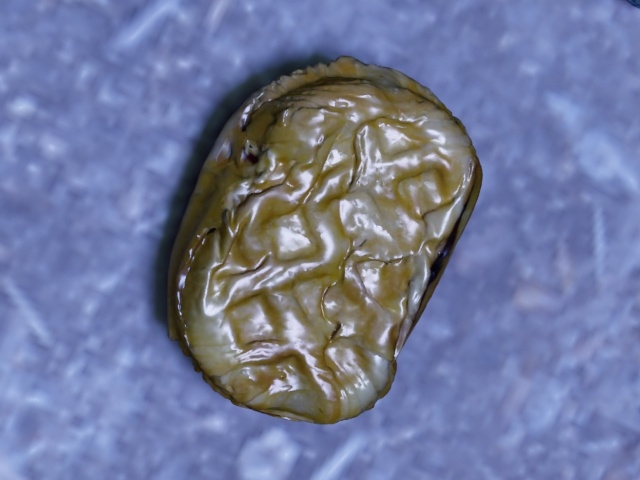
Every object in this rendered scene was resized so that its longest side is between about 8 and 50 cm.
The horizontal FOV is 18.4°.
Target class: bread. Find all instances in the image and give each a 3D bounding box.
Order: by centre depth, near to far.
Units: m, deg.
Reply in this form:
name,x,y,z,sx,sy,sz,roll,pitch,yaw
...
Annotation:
name,x,y,z,sx,sy,sz,roll,pitch,yaw
bread,0.000,0.000,0.586,0.083,0.044,0.111,22,94,-21

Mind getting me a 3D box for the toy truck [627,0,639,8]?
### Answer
name,x,y,z,sx,sy,sz,roll,pitch,yaw
toy truck,0.159,-0.105,0.610,0.177,0.080,0.115,40,75,-20
